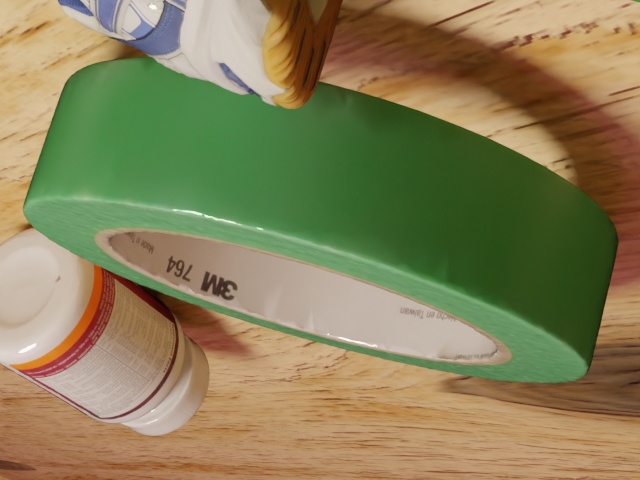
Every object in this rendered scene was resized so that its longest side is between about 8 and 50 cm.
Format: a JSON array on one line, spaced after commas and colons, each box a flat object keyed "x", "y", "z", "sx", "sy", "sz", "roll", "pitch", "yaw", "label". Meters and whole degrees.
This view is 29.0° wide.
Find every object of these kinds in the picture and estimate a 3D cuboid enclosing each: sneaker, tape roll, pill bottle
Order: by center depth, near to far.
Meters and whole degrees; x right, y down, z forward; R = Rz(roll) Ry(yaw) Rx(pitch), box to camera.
[{"x": -0.068, "y": -0.137, "z": 0.417, "sx": 0.131, "sy": 0.112, "sz": 0.296, "roll": 15, "pitch": 159, "yaw": 9, "label": "sneaker"}, {"x": 0.000, "y": 0.000, "z": 0.694, "sx": 0.321, "sy": 0.077, "sz": 0.321, "roll": 16, "pitch": 167, "yaw": 4, "label": "tape roll"}, {"x": -0.193, "y": 0.087, "z": 1.076, "sx": 0.121, "sy": 0.121, "sz": 0.221, "roll": 5, "pitch": 156, "yaw": 30, "label": "pill bottle"}]

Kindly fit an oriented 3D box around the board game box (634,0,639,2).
[{"x": 0.087, "y": -0.132, "z": 0.351, "sx": 0.124, "sy": 0.039, "sz": 0.259, "roll": 17, "pitch": 170, "yaw": 5, "label": "board game box"}]
